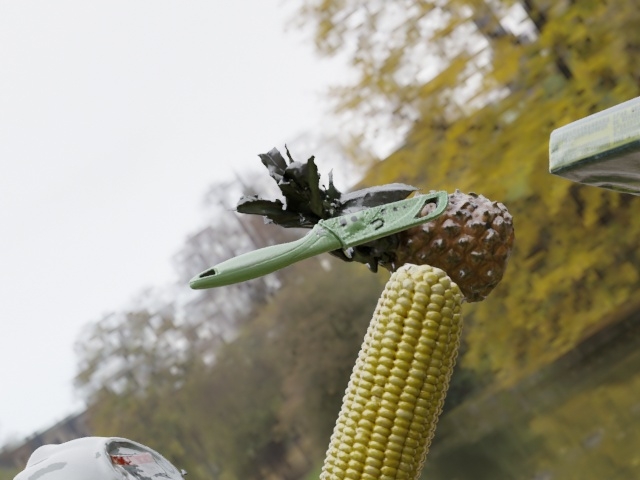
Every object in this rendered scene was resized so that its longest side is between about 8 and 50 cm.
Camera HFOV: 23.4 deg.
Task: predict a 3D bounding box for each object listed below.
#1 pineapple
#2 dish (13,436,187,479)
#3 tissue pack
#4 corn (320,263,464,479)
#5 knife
[{"bbox_3d":[0.068,-0.022,2.003,0.165,0.364,0.165,-164,90,-74],"label":"pineapple"},{"bbox_3d":[-0.190,0.255,1.545,0.081,0.229,0.229,-58,-12,14],"label":"dish"},{"bbox_3d":[0.454,-0.132,2.038,0.185,0.081,0.257,10,-16,-32],"label":"tissue pack"},{"bbox_3d":[0.057,0.141,1.262,0.081,0.081,0.248,63,-136,-84],"label":"corn"},{"bbox_3d":[0.000,-0.001,1.628,0.293,0.043,0.020,-17,-32,-8],"label":"knife"}]
